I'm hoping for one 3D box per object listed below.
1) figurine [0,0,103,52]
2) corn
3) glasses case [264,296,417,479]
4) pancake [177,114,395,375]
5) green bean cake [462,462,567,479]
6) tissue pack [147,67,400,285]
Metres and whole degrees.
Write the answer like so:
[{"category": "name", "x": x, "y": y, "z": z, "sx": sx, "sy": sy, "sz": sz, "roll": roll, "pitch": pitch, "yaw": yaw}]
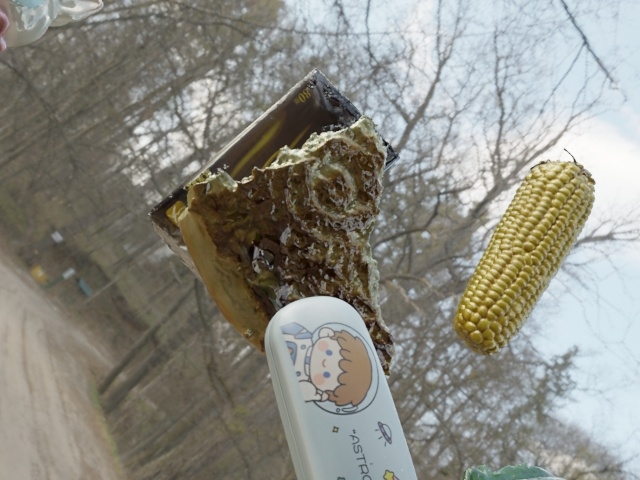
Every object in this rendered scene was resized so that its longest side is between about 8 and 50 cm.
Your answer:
[{"category": "figurine", "x": -0.361, "y": -0.262, "z": 0.704, "sx": 0.127, "sy": 0.235, "sz": 0.155, "roll": -12, "pitch": -65, "yaw": 47}, {"category": "corn", "x": 0.280, "y": 0.017, "z": 0.910, "sx": 0.106, "sy": 0.305, "sz": 0.106, "roll": 30, "pitch": -19, "yaw": 12}, {"category": "glasses case", "x": 0.015, "y": 0.121, "z": 0.420, "sx": 0.045, "sy": 0.067, "sz": 0.179, "roll": -48, "pitch": -126, "yaw": 56}, {"category": "pancake", "x": 0.000, "y": 0.000, "z": 0.648, "sx": 0.266, "sy": 0.244, "sz": 0.057, "roll": 35, "pitch": -7, "yaw": -20}, {"category": "green bean cake", "x": 0.179, "y": 0.401, "z": 0.765, "sx": 0.308, "sy": 0.169, "sz": 0.300, "roll": 13, "pitch": -86, "yaw": 65}, {"category": "tissue pack", "x": -0.075, "y": -0.079, "z": 1.094, "sx": 0.210, "sy": 0.370, "sz": 0.198, "roll": 46, "pitch": -13, "yaw": 0}]
